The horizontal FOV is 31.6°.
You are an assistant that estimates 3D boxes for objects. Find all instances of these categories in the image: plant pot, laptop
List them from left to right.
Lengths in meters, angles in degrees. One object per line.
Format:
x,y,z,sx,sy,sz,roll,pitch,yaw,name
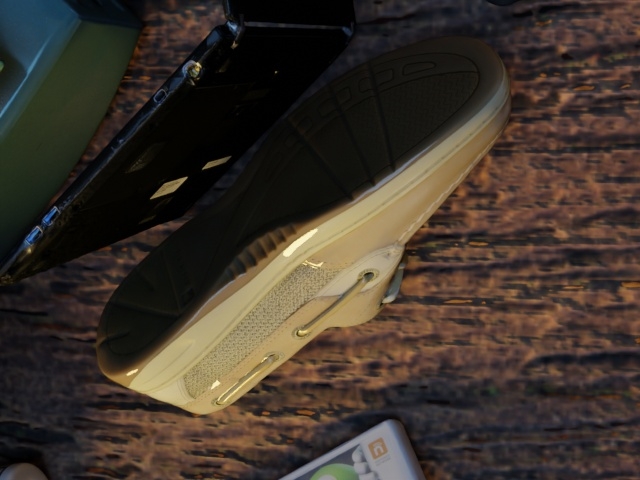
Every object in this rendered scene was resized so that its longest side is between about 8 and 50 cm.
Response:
-0.235,-0.086,0.684,0.166,0.165,0.234,46,103,3,plant pot
-0.075,-0.128,0.592,0.264,0.234,0.136,-44,86,18,laptop

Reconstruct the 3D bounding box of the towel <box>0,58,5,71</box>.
-0.351,-0.108,0.596,0.325,0.038,0.248,41,107,4,towel

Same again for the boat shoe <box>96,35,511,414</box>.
0.000,0.000,0.675,0.302,0.109,0.098,-40,128,17,boat shoe

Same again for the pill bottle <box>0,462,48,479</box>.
-0.249,0.195,0.785,0.116,0.065,0.065,-14,96,16,pill bottle

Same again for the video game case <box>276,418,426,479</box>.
0.002,0.231,0.710,0.190,0.022,0.173,-32,62,18,video game case

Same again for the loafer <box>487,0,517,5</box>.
0.161,-0.210,0.597,0.220,0.078,0.080,-49,56,33,loafer
